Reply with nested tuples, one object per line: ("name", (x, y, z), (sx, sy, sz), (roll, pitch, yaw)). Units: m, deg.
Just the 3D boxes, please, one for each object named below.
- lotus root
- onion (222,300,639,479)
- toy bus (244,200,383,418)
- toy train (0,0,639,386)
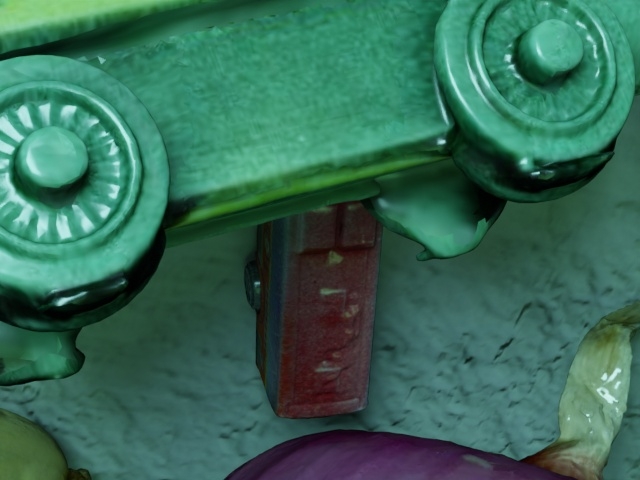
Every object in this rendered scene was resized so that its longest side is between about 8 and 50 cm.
("lotus root", (-0.195, 0.119, 0.775), (0.150, 0.062, 0.073), (20, 109, -27))
("onion", (0.079, 0.208, 0.766), (0.358, 0.358, 0.345), (-4, 83, -14))
("toy bus", (0.000, 0.000, 0.741), (0.065, 0.077, 0.192), (-6, 125, -13))
("toy train", (-0.043, -0.091, 0.591), (0.369, 0.237, 0.150), (-15, 166, -21))
